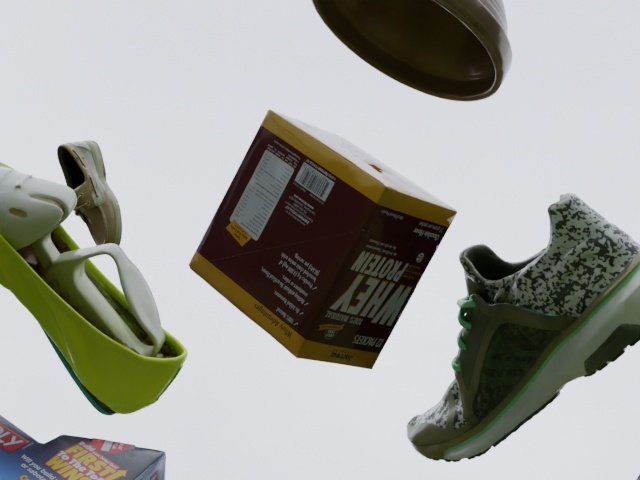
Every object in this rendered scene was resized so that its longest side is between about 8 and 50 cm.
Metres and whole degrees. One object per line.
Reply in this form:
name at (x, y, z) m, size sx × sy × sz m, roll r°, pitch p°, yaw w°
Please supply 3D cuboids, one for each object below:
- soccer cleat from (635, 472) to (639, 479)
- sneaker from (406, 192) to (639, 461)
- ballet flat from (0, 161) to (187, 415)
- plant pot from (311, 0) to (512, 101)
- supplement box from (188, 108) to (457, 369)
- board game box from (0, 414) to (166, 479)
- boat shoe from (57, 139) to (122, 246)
soccer cleat at (0.357, 0.271, 1.024) m, size 0.289 × 0.121 × 0.093 m, roll 54°, pitch -36°, yaw 4°
sneaker at (0.205, 0.086, 1.437) m, size 0.182 × 0.158 × 0.410 m, roll 49°, pitch -51°, yaw 5°
ballet flat at (-0.169, 0.010, 0.847) m, size 0.077 × 0.077 × 0.231 m, roll -34°, pitch -78°, yaw 26°
plant pot at (0.114, -0.264, 1.457) m, size 0.237 × 0.110 × 0.237 m, roll 27°, pitch -15°, yaw 8°
supplement box at (0.000, 0.000, 1.403) m, size 0.129 × 0.191 × 0.194 m, roll 15°, pitch -74°, yaw -50°
board game box at (-0.193, 0.158, 0.755) m, size 0.194 × 0.194 × 0.060 m, roll 26°, pitch -58°, yaw 33°
boat shoe at (-0.248, -0.046, 1.415) m, size 0.045 × 0.135 × 0.050 m, roll 0°, pitch -33°, yaw -39°
